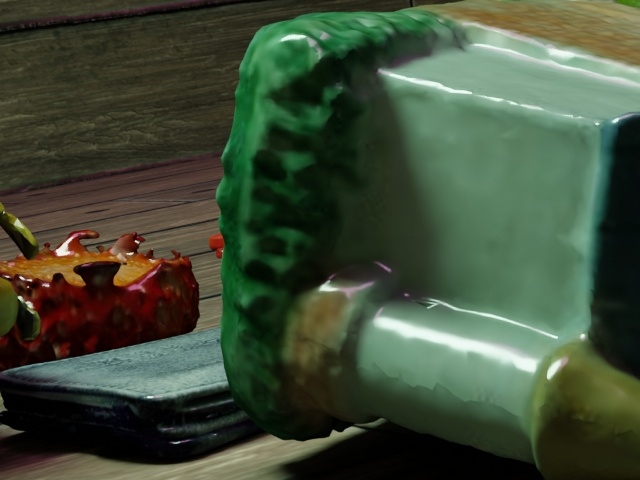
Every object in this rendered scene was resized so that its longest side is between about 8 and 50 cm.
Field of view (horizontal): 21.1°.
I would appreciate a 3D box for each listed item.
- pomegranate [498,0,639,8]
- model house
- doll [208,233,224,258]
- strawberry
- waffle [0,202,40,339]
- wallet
[{"bbox_3d":[0.199,-0.088,1.185,0.260,0.260,0.340,-1,41,49],"label":"pomegranate"},{"bbox_3d":[0.157,0.011,0.729,0.325,0.194,0.267,14,17,37],"label":"model house"},{"bbox_3d":[0.000,0.000,1.369,0.169,0.057,0.109,-10,10,-10],"label":"doll"},{"bbox_3d":[-0.142,0.044,1.050,0.145,0.086,0.145,-9,8,1],"label":"strawberry"},{"bbox_3d":[-0.337,-0.044,0.910,0.382,0.379,0.095,-14,27,39],"label":"waffle"},{"bbox_3d":[-0.048,0.070,0.924,0.222,0.036,0.167,-13,8,-38],"label":"wallet"}]
